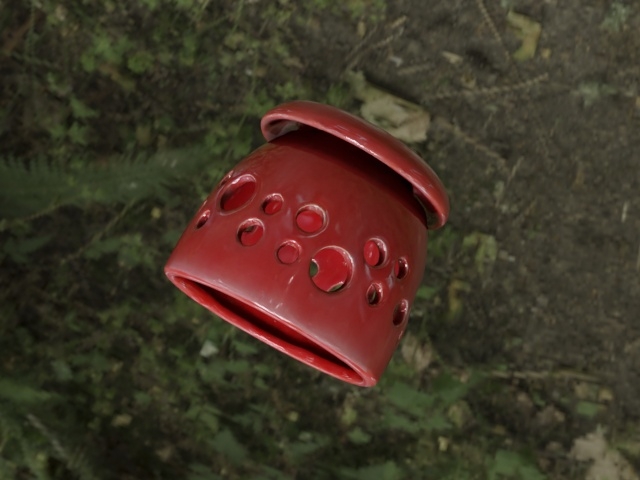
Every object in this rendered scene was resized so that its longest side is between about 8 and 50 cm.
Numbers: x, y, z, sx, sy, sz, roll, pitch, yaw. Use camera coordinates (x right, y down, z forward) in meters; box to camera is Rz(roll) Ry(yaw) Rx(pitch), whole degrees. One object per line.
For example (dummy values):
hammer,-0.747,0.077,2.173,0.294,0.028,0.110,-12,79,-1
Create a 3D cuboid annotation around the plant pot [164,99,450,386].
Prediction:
plant pot,0.000,0.000,0.940,0.191,0.174,0.191,29,168,7
